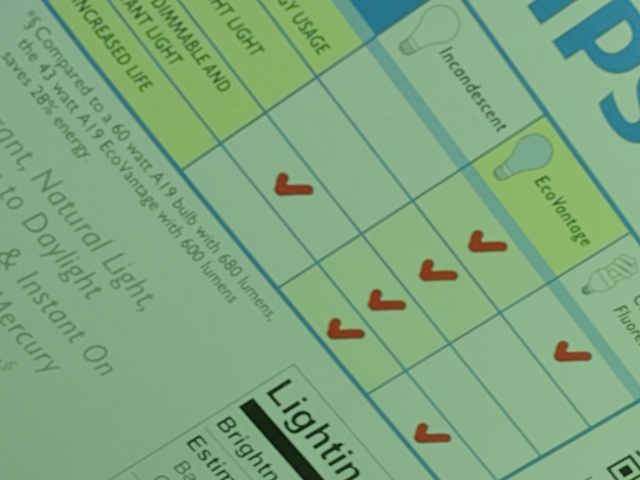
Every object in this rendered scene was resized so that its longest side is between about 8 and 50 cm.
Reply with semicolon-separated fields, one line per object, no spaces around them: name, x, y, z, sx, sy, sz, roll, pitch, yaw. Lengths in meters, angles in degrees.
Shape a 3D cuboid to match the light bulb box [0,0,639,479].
light bulb box;0.000;0.000;0.694;0.358;0.361;0.225;51;17;-19
